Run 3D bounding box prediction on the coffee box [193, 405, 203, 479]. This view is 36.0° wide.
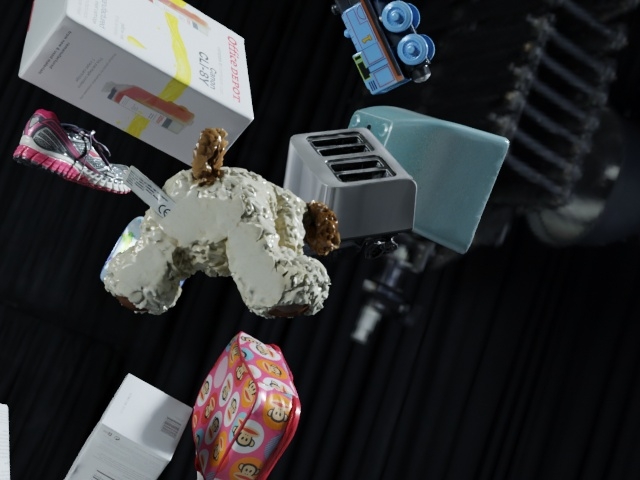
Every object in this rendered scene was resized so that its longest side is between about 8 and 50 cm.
[{"bbox_3d":[-0.231,0.526,2.402,0.141,0.246,0.098,-5,-16,-4],"label":"coffee box"}]

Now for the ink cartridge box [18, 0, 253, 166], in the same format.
[{"bbox_3d":[-0.323,-0.335,1.791,0.385,0.279,0.160,28,-56,-31],"label":"ink cartridge box"}]

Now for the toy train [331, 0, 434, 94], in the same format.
[{"bbox_3d":[0.084,-0.294,1.365,0.105,0.184,0.080,-25,2,19],"label":"toy train"}]

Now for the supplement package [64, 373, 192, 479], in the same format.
[{"bbox_3d":[-0.350,0.381,1.736,0.134,0.139,0.244,31,-57,-7],"label":"supplement package"}]

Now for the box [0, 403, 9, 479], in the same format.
[{"bbox_3d":[-0.481,0.303,1.289,0.130,0.170,0.091,-4,-12,-6],"label":"box"}]

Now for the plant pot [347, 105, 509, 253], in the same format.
[{"bbox_3d":[0.174,-0.145,1.979,0.252,0.247,0.247,17,7,-34],"label":"plant pot"}]

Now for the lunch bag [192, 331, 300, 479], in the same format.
[{"bbox_3d":[-0.156,0.335,1.832,0.120,0.258,0.293,26,14,-21],"label":"lunch bag"}]

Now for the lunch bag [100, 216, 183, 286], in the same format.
[{"bbox_3d":[-0.364,0.050,2.122,0.090,0.176,0.219,28,-5,23],"label":"lunch bag"}]

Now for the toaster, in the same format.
[{"bbox_3d":[0.035,-0.083,1.498,0.186,0.110,0.168,-8,37,-21],"label":"toaster"}]

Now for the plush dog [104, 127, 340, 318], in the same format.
[{"bbox_3d":[-0.102,-0.019,1.162,0.262,0.210,0.225,0,1,14],"label":"plush dog"}]

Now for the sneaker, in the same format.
[{"bbox_3d":[-0.476,-0.169,1.986,0.121,0.112,0.299,16,-4,28],"label":"sneaker"}]

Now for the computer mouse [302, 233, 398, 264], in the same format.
[{"bbox_3d":[0.000,0.000,1.672,0.272,0.072,0.188,-12,-13,-9],"label":"computer mouse"}]
